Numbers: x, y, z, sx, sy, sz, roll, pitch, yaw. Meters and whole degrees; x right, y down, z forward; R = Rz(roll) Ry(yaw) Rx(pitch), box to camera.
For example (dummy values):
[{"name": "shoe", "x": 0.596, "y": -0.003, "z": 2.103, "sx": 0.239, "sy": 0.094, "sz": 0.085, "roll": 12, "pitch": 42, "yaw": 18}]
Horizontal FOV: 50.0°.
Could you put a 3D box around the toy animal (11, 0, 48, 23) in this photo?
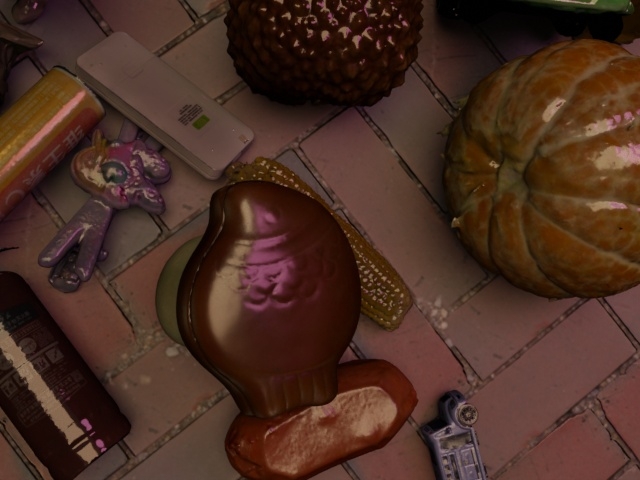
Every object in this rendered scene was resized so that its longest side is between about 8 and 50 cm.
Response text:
[{"name": "toy animal", "x": -0.368, "y": -0.503, "z": 0.925, "sx": 0.344, "sy": 0.194, "sz": 0.302, "roll": -31, "pitch": 93, "yaw": -10}]

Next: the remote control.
[{"name": "remote control", "x": -0.216, "y": -0.190, "z": 0.957, "sx": 0.250, "sy": 0.034, "sz": 0.103, "roll": 37, "pitch": 54, "yaw": 0}]

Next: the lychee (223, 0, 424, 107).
[{"name": "lychee", "x": 0.007, "y": -0.299, "z": 0.887, "sx": 0.268, "sy": 0.267, "sz": 0.267, "roll": 1, "pitch": 84, "yaw": -5}]

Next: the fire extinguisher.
[{"name": "fire extinguisher", "x": -0.379, "y": 0.141, "z": 0.888, "sx": 0.135, "sy": 0.114, "sz": 0.337, "roll": -37, "pitch": 89, "yaw": -23}]

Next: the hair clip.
[{"name": "hair clip", "x": -0.283, "y": -0.052, "z": 0.928, "sx": 0.137, "sy": 0.090, "sz": 0.278, "roll": 27, "pitch": 83, "yaw": -8}]

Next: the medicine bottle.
[{"name": "medicine bottle", "x": -0.443, "y": -0.043, "z": 0.845, "sx": 0.108, "sy": 0.108, "sz": 0.426, "roll": 37, "pitch": 71, "yaw": 0}]

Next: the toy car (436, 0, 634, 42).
[{"name": "toy car", "x": 0.279, "y": -0.373, "z": 0.920, "sx": 0.214, "sy": 0.358, "sz": 0.176, "roll": 8, "pitch": 110, "yaw": 0}]

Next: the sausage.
[{"name": "sausage", "x": 0.000, "y": 0.235, "z": 0.901, "sx": 0.258, "sy": 0.133, "sz": 0.133, "roll": -22, "pitch": 86, "yaw": -10}]

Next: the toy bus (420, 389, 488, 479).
[{"name": "toy bus", "x": 0.186, "y": 0.293, "z": 0.937, "sx": 0.076, "sy": 0.073, "sz": 0.167, "roll": -14, "pitch": 86, "yaw": -4}]

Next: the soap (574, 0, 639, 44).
[{"name": "soap", "x": 0.434, "y": -0.405, "z": 0.913, "sx": 0.091, "sy": 0.315, "sz": 0.199, "roll": -2, "pitch": 85, "yaw": -4}]

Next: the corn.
[{"name": "corn", "x": 0.000, "y": 0.000, "z": 0.946, "sx": 0.320, "sy": 0.097, "sz": 0.097, "roll": 42, "pitch": 82, "yaw": -2}]

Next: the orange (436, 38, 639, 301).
[{"name": "orange", "x": 0.304, "y": -0.083, "z": 0.864, "sx": 0.249, "sy": 0.329, "sz": 0.329, "roll": -10, "pitch": 84, "yaw": -36}]

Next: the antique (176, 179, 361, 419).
[{"name": "antique", "x": -0.063, "y": 0.067, "z": 0.824, "sx": 0.224, "sy": 0.129, "sz": 0.278, "roll": -13, "pitch": 91, "yaw": -30}]

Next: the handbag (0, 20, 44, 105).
[{"name": "handbag", "x": -0.490, "y": -0.191, "z": 0.912, "sx": 0.183, "sy": 0.117, "sz": 0.270, "roll": 20, "pitch": 88, "yaw": 3}]

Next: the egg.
[{"name": "egg", "x": -0.159, "y": 0.066, "z": 0.911, "sx": 0.114, "sy": 0.114, "sz": 0.152, "roll": 14, "pitch": 84, "yaw": -3}]
